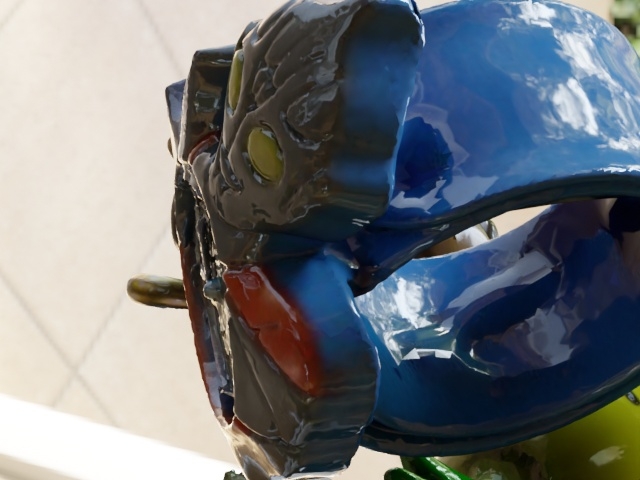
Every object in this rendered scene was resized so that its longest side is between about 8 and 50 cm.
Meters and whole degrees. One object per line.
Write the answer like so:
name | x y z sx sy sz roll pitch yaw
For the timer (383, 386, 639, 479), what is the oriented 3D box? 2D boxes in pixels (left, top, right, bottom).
timer | 0.144 0.186 0.982 0.285 0.285 0.285 -13 106 -55

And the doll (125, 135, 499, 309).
doll | 0.000 0.004 1.649 0.318 0.340 0.209 -27 132 -58

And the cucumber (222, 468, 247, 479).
cucumber | -0.139 0.352 1.661 0.105 0.325 0.145 43 55 0

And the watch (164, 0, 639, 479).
watch | 0.071 -0.026 0.834 0.305 0.274 0.241 106 -27 -51
